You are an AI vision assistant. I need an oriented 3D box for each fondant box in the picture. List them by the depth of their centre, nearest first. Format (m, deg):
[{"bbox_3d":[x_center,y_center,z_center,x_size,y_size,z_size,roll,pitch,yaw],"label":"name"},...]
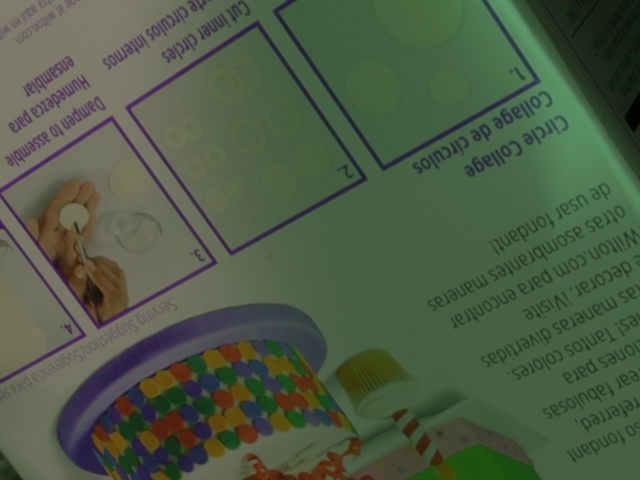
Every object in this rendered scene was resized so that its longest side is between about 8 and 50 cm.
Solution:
[{"bbox_3d":[0.000,0.000,0.525,0.238,0.096,0.330,-28,101,33],"label":"fondant box"}]
